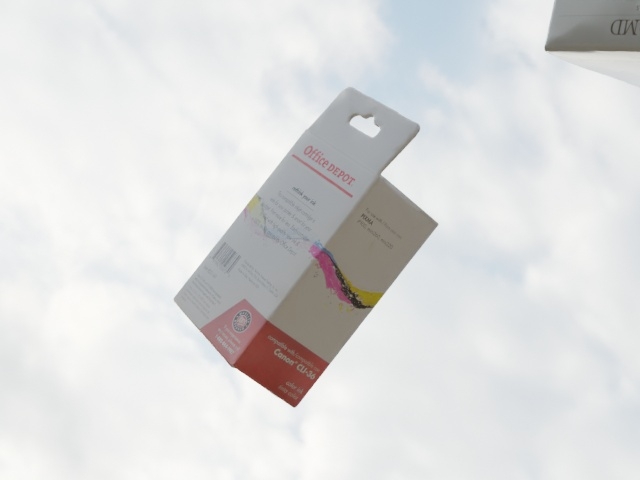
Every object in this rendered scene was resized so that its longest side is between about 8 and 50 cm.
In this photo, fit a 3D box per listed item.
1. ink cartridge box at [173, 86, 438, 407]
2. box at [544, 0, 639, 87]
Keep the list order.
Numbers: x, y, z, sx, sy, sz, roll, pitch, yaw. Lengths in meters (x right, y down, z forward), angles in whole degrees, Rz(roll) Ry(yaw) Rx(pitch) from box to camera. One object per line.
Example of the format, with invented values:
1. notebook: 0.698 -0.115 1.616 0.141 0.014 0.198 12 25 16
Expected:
1. ink cartridge box: 0.000 0.000 0.924 0.067 0.198 0.115 37 1 -34
2. box: 0.172 -0.110 0.585 0.102 0.087 0.101 11 1 -37
